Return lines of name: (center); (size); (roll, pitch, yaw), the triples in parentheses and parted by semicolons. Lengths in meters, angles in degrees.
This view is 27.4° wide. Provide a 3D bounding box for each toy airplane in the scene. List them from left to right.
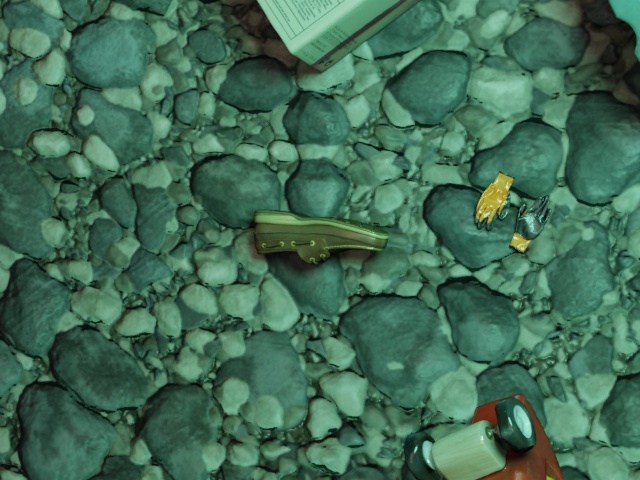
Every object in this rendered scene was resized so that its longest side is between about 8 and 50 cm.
toy airplane: (0.224, 0.387, 1.373); (0.386, 0.272, 0.384); (26, 80, 50)

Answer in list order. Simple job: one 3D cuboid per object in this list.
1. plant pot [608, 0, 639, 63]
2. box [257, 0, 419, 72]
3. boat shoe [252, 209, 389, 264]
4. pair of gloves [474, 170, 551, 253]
plant pot: (0.462, -0.319, 1.340); (0.334, 0.341, 0.341); (-25, 79, 23)
box: (0.037, -0.333, 1.564); (0.232, 0.127, 0.149); (-34, 76, 12)
boat shoe: (0.000, 0.000, 1.586); (0.178, 0.064, 0.060); (7, 93, 24)
pair of gloves: (0.225, -0.034, 1.541); (0.083, 0.010, 0.074); (31, 95, 17)
